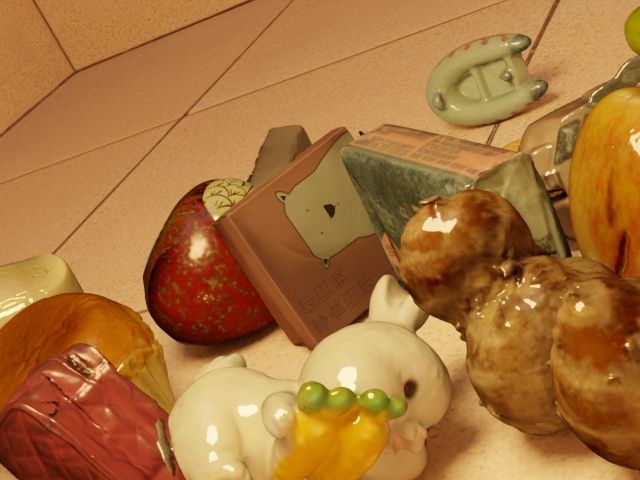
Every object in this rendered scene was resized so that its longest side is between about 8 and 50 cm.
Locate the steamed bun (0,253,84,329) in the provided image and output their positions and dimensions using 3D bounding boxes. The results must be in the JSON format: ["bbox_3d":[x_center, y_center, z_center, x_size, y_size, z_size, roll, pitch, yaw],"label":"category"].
[{"bbox_3d":[-0.461,0.145,1.873,0.250,0.200,0.155,-28,34,-14],"label":"steamed bun"}]

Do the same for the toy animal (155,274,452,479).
[{"bbox_3d":[0.006,0.171,1.248,0.310,0.183,0.247,-28,21,1],"label":"toy animal"}]

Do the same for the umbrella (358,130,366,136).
[{"bbox_3d":[0.083,-0.161,2.132,0.044,0.044,0.269,-3,17,-10],"label":"umbrella"}]

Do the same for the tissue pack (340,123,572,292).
[{"bbox_3d":[0.160,-0.011,1.416,0.103,0.228,0.316,-33,22,-15],"label":"tissue pack"}]

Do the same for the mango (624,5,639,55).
[{"bbox_3d":[0.541,-0.324,1.883,0.163,0.089,0.117,-7,19,19],"label":"mango"}]

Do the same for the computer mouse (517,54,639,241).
[{"bbox_3d":[0.371,-0.108,1.469,0.389,0.199,0.115,-23,1,13],"label":"computer mouse"}]

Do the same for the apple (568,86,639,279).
[{"bbox_3d":[0.372,-0.051,1.224,0.264,0.264,0.264,-24,21,10],"label":"apple"}]

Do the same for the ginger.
[{"bbox_3d":[0.234,0.098,1.107,0.176,0.256,0.375,-43,38,-13],"label":"ginger"}]

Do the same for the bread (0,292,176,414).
[{"bbox_3d":[-0.335,0.185,1.645,0.388,0.183,0.236,0,37,51],"label":"bread"}]

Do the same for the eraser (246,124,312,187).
[{"bbox_3d":[-0.053,-0.086,2.021,0.077,0.111,0.352,-22,22,16],"label":"eraser"}]

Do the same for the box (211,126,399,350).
[{"bbox_3d":[0.000,0.000,1.623,0.215,0.215,0.086,-39,10,-24],"label":"box"}]

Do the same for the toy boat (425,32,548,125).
[{"bbox_3d":[0.254,-0.248,1.976,0.208,0.134,0.079,-14,16,38],"label":"toy boat"}]

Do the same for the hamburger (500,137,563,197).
[{"bbox_3d":[0.272,-0.079,1.644,0.138,0.083,0.147,5,40,49],"label":"hamburger"}]

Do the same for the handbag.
[{"bbox_3d":[-0.243,0.230,1.372,0.135,0.225,0.146,-48,-1,-45],"label":"handbag"}]

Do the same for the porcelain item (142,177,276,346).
[{"bbox_3d":[-0.118,0.045,1.724,0.253,0.253,0.253,-24,21,10],"label":"porcelain item"}]
